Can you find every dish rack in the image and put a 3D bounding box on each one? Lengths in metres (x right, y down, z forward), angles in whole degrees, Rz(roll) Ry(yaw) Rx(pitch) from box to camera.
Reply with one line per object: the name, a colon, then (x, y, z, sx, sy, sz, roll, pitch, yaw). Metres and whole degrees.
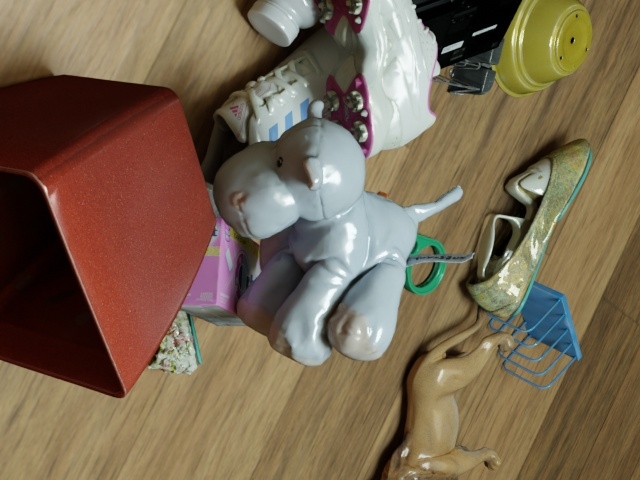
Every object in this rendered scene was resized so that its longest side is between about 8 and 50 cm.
dish rack: (0.177, -0.323, 1.632, 0.271, 0.074, 0.208, 3, 103, -45)

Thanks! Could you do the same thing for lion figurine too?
lion figurine: (0.195, 0.304, 1.894, 0.240, 0.142, 0.392, -3, 95, -37)

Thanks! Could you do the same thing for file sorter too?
file sorter: (0.377, 0.166, 2.013, 0.104, 0.118, 0.170, -42, 133, -20)

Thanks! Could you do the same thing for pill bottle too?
pill bottle: (-0.020, -0.325, 1.411, 0.160, 0.087, 0.087, -55, 137, -14)

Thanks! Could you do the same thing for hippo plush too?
hippo plush: (0.005, -0.010, 1.280, 0.234, 0.294, 0.236, -94, 161, -44)

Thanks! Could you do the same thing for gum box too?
gum box: (-0.125, 0.044, 1.408, 0.188, 0.062, 0.107, 44, 47, -72)

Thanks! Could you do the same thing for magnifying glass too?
magnifying glass: (0.138, 0.004, 1.767, 0.092, 0.026, 0.231, -53, 138, -15)

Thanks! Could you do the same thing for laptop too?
laptop: (0.157, -0.354, 1.499, 0.234, 0.136, 0.264, -24, 157, -24)

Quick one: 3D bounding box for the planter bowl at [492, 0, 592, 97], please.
planter bowl: (0.376, -0.330, 1.818, 0.217, 0.090, 0.217, -20, 120, -40)

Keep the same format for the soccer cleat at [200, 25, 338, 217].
soccer cleat: (-0.052, -0.165, 1.425, 0.331, 0.116, 0.143, -58, 138, -10)

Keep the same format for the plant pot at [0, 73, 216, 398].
plant pot: (-0.262, -0.034, 1.177, 0.236, 0.267, 0.267, -46, 135, -40)

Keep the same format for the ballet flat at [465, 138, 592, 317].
ballet flat: (0.349, -0.040, 1.911, 0.123, 0.123, 0.348, 35, 79, -48)

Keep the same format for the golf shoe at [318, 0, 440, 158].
golf shoe: (0.077, -0.257, 1.370, 0.140, 0.115, 0.306, -13, 114, -28)

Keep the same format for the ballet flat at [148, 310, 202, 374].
ballet flat: (-0.201, 0.067, 1.405, 0.077, 0.091, 0.241, -10, 113, -8)
